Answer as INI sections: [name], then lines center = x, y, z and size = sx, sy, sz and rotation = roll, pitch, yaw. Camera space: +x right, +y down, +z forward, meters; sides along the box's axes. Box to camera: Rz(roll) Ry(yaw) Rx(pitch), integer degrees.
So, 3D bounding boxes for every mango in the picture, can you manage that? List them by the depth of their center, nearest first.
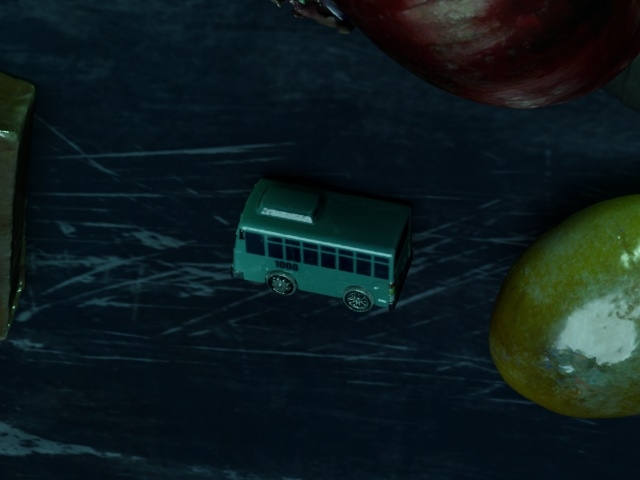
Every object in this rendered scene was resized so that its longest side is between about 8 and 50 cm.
[mango]
center = 0.291, 0.042, 1.545
size = 0.316, 0.146, 0.193
rotation = -30, 111, 18

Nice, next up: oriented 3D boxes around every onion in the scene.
[onion]
center = 0.071, -0.231, 1.232
size = 0.285, 0.347, 0.347
rotation = -24, 119, 21

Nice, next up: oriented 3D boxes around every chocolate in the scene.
[chocolate]
center = -0.341, -0.036, 1.760
size = 0.112, 0.112, 0.321
rotation = 12, 134, 1

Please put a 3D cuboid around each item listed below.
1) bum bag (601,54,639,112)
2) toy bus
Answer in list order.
[bum bag]
center = 0.304, -0.119, 1.421
size = 0.248, 0.060, 0.123
rotation = 38, 135, 8
[toy bus]
center = 0.000, 0.000, 1.665
size = 0.160, 0.079, 0.092
rotation = 11, 134, 12
